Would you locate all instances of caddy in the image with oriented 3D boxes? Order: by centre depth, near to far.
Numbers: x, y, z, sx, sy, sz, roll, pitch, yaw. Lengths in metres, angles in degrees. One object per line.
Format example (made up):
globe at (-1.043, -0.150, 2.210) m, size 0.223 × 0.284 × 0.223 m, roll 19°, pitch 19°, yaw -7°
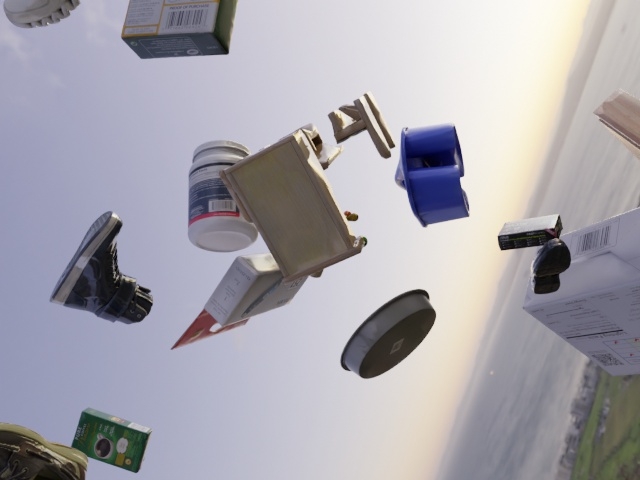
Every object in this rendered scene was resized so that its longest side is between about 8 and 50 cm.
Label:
caddy at (0.288, -0.168, 1.462) m, size 0.341 × 0.179 × 0.241 m, roll 33°, pitch -128°, yaw -66°

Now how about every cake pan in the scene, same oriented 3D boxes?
cake pan at (0.181, 0.247, 1.399) m, size 0.293 × 0.054 × 0.293 m, roll -28°, pitch -34°, yaw -21°

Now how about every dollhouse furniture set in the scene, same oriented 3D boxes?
dollhouse furniture set at (-0.016, -0.115, 1.209) m, size 0.256 × 0.362 × 0.394 m, roll 62°, pitch -161°, yaw -12°

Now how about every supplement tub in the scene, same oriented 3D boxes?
supplement tub at (-0.270, -0.119, 1.529) m, size 0.191 × 0.191 × 0.272 m, roll 64°, pitch -160°, yaw -65°

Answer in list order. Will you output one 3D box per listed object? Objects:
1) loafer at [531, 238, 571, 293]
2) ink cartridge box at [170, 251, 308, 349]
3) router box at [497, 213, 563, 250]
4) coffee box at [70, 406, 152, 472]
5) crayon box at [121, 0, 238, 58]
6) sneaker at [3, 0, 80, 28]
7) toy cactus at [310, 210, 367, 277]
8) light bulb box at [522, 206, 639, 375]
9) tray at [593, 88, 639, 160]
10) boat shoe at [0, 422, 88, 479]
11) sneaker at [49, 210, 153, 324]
loafer at (0.407, 0.037, 0.993) m, size 0.170 × 0.062 × 0.061 m, roll 74°, pitch -168°, yaw -59°
ink cartridge box at (-0.153, 0.138, 1.210) m, size 0.261 × 0.066 × 0.296 m, roll -53°, pitch -17°, yaw 17°
router box at (0.460, -0.018, 1.208) m, size 0.092 × 0.123 × 0.038 m, roll -37°, pitch -67°, yaw -55°
coffee box at (-0.535, 0.510, 1.410) m, size 0.040 × 0.184 × 0.113 m, roll -33°, pitch -41°, yaw -86°
crayon box at (-0.270, -0.537, 1.133) m, size 0.083 × 0.203 × 0.322 m, roll 46°, pitch -131°, yaw -69°
sneaker at (-0.423, -0.462, 0.906) m, size 0.118 × 0.292 × 0.110 m, roll 31°, pitch -146°, yaw -64°
toy cactus at (0.000, 0.000, 1.325) m, size 0.112 × 0.219 × 0.180 m, roll -75°, pitch -3°, yaw -65°
light bulb box at (0.777, 0.141, 1.364) m, size 0.358 × 0.361 × 0.225 m, roll -31°, pitch 28°, yaw 57°
tray at (0.652, -0.135, 0.983) m, size 0.076 × 0.203 × 0.410 m, roll -47°, pitch 16°, yaw 23°
boat shoe at (-0.434, 0.331, 0.803) m, size 0.080 × 0.073 × 0.223 m, roll -42°, pitch -46°, yaw 3°
sneaker at (-0.357, 0.057, 0.978) m, size 0.226 × 0.164 × 0.086 m, roll -48°, pitch 26°, yaw 29°
